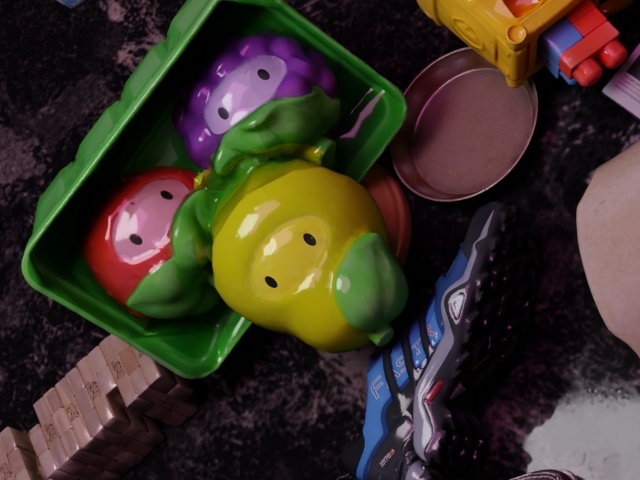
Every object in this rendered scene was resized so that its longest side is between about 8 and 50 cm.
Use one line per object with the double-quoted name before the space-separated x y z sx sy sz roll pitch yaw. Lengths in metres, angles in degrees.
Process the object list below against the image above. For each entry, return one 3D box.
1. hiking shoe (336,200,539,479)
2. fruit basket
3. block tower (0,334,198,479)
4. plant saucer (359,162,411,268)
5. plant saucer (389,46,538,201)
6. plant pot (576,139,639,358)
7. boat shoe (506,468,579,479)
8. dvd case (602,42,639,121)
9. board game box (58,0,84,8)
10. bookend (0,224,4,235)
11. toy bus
"hiking shoe" 0.104 0.099 1.680 0.132 0.113 0.304 13 78 38
"fruit basket" -0.078 -0.035 1.736 0.392 0.283 0.392 -36 35 31
"block tower" -0.277 0.229 1.905 0.335 0.091 0.097 -41 52 15
"plant saucer" 0.000 0.000 1.845 0.200 0.037 0.200 -14 64 30
"plant saucer" 0.148 -0.113 1.796 0.168 0.029 0.168 -15 61 30
"plant pot" 0.387 -0.022 1.429 0.305 0.334 0.334 -28 56 36
"boat shoe" 0.132 0.274 1.612 0.227 0.068 0.081 -36 54 17
"dvd case" 0.398 -0.184 1.652 0.239 0.029 0.179 -52 51 6
"board game box" -0.254 -0.377 2.173 0.194 0.060 0.194 9 77 37
"bookend" -0.441 0.022 2.122 0.156 0.072 0.157 -42 53 13
"toy bus" 0.232 -0.251 1.727 0.220 0.149 0.211 -39 71 -8
